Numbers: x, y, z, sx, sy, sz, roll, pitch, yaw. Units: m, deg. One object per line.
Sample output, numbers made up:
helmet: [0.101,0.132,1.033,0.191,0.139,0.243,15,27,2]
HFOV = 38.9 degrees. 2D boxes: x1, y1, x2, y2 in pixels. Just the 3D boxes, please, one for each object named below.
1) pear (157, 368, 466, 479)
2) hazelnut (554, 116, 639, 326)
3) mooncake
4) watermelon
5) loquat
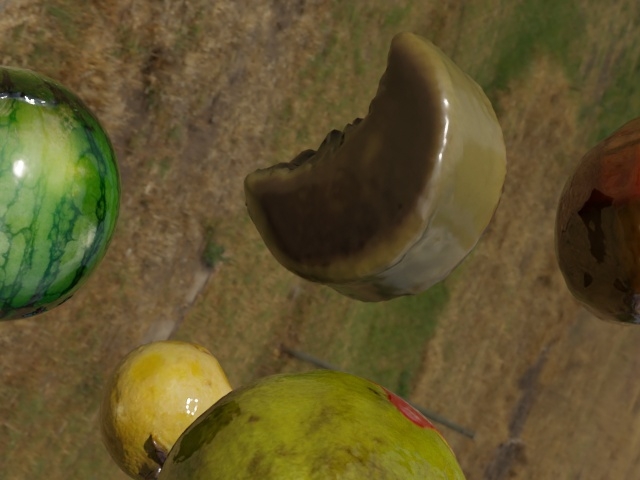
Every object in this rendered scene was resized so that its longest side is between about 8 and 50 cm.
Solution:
pear: [-0.008,0.250,0.771,0.375,0.287,0.287,73,41,-84]
hazelnut: [0.541,-0.037,1.429,0.366,0.366,0.365,-43,144,-41]
mooncake: [0.081,-0.105,1.405,0.246,0.394,0.393,20,83,-46]
watermelon: [-0.446,-0.061,1.265,0.363,0.363,0.363,-43,144,-41]
loquat: [-0.242,0.283,1.451,0.244,0.244,0.244,-43,144,-41]
